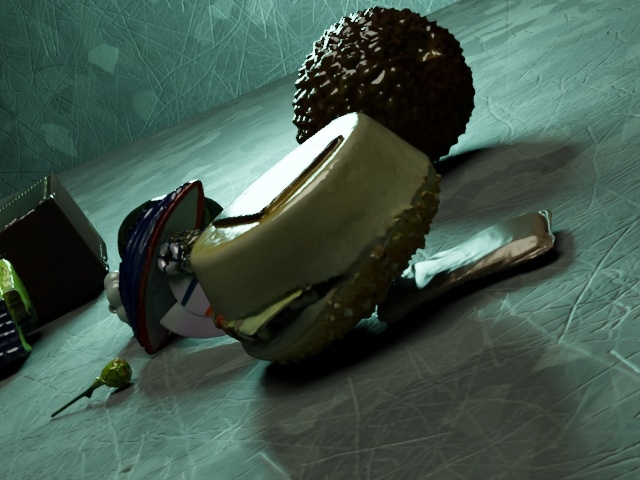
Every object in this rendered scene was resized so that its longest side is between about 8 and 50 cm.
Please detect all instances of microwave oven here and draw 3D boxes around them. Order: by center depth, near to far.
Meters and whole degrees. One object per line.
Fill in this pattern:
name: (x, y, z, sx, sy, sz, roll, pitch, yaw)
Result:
microwave oven: (-0.465, 0.022, 2.461, 0.178, 0.188, 0.247, -33, 17, -1)

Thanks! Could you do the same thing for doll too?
doll: (-0.224, 0.059, 2.025, 0.162, 0.106, 0.062, -30, 2, 18)

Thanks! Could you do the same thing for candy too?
candy: (-0.284, 0.187, 1.821, 0.123, 0.035, 0.035, -34, 1, 9)

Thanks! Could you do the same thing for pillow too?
pillow: (0.153, 0.026, 1.575, 0.211, 0.034, 0.135, -25, 17, 13)

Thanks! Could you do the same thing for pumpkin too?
pumpkin: (-0.205, -0.001, 2.109, 0.167, 0.167, 0.125, -23, 43, 14)

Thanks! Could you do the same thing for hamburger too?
hamburger: (0.000, 0.000, 1.590, 0.302, 0.170, 0.302, -38, 12, 10)

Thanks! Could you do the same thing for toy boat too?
toy boat: (-0.150, 0.064, 1.848, 0.318, 0.072, 0.219, 44, 106, 41)

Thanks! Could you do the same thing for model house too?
model house: (-0.523, 0.159, 2.225, 0.193, 0.170, 0.211, -21, 41, -5)

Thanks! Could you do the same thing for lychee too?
lychee: (0.082, -0.200, 2.130, 0.267, 0.268, 0.267, -25, 13, 6)
